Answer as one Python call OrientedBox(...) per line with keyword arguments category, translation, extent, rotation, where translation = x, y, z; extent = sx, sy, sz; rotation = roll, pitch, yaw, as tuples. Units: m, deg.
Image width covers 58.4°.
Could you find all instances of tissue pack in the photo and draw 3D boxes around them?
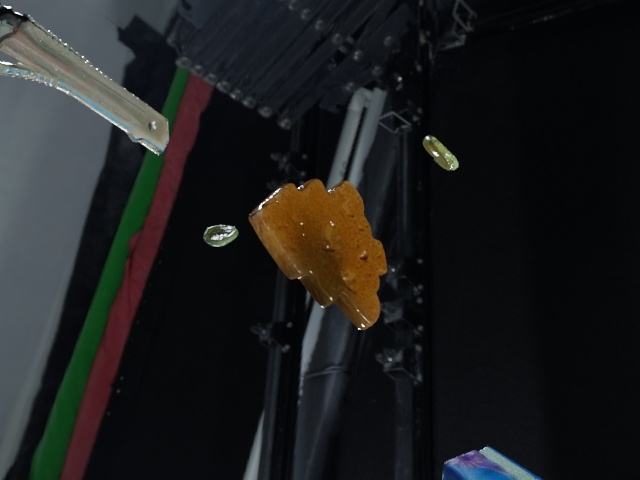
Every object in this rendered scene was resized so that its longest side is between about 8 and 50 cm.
OrientedBox(category="tissue pack", translation=(0.352, 0.532, 1.039), extent=(0.263, 0.146, 0.198), rotation=(19, -67, 60))

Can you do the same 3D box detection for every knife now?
OrientedBox(category="knife", translation=(-0.342, -0.217, 0.833), extent=(0.043, 0.365, 0.089), rotation=(17, -97, 27))

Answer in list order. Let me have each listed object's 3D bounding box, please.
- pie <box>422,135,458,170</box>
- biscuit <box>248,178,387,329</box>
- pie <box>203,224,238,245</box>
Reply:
OrientedBox(category="pie", translation=(0.224, -0.163, 1.071), extent=(0.020, 0.084, 0.084), rotation=(-45, -140, 0))
OrientedBox(category="biscuit", translation=(0.000, 0.000, 0.960), extent=(0.043, 0.306, 0.283), rotation=(-27, -123, 38))
OrientedBox(category="pie", translation=(-0.239, -0.013, 1.373), extent=(0.084, 0.084, 0.021), rotation=(-130, -151, -49))
